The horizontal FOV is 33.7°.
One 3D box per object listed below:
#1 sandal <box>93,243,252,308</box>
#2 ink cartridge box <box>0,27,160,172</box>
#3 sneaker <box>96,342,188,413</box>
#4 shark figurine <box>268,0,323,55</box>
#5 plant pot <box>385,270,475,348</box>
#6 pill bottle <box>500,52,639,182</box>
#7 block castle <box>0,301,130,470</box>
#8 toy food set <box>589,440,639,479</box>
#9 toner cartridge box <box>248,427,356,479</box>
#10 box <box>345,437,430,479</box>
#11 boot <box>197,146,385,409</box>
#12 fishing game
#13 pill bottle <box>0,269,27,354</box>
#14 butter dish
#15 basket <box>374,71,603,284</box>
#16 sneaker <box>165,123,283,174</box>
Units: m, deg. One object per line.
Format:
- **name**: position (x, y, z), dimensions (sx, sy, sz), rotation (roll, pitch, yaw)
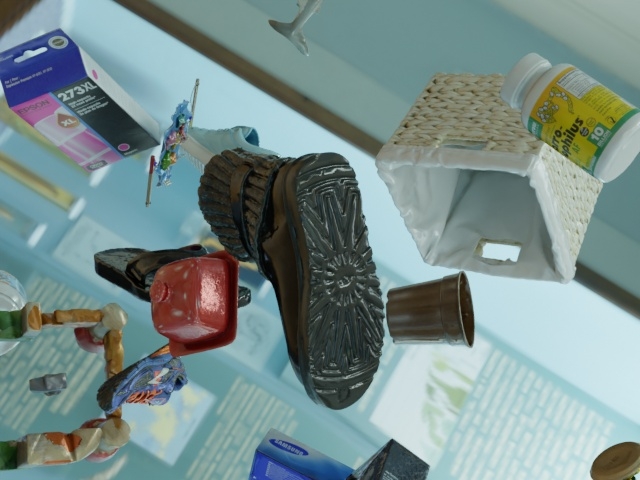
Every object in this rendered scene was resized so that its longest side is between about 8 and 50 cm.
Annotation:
- **sandal**: position (-0.310, 0.053, 2.090), dimensions (0.167, 0.445, 0.107), rotation (-12, 109, -43)
- **ink cartridge box**: position (-0.476, -0.263, 2.057), dimensions (0.371, 0.175, 0.069), rotation (49, 25, -57)
- **sneaker**: position (-0.288, 0.241, 1.769), dimensions (0.083, 0.087, 0.221), rotation (-33, 178, 31)
- **shark figurine**: position (0.017, -0.462, 1.844), dimensions (0.166, 0.116, 0.278), rotation (25, -79, 60)
- **plant pot**: position (0.232, 0.155, 2.245), dimensions (0.167, 0.165, 0.167), rotation (-8, 90, -73)
- **pill bottle**: position (0.374, -0.189, 1.569), dimensions (0.117, 0.208, 0.118), rotation (-38, 154, -23)
- **block castle**: position (-0.577, 0.266, 1.916), dimensions (0.213, 0.453, 0.303), rotation (-32, -120, 60)
- **toy food set**: position (0.382, 0.287, 1.351), dimensions (0.082, 0.020, 0.083), rotation (-38, -167, -30)
- **toner cartridge box**: position (0.024, 0.524, 2.113), dimensions (0.075, 0.347, 0.165), rotation (-50, 161, -49)
- **box**: position (0.101, 0.465, 1.874), dimensions (0.156, 0.093, 0.158), rotation (-49, -173, 36)
- **boot**: position (-0.045, 0.042, 1.429), dimensions (0.260, 0.131, 0.348), rotation (1, -83, 53)
- **fishing game**: position (-0.288, -0.188, 2.114), dimensions (0.264, 0.041, 0.189), rotation (-70, 178, -46)
- **pill bottle**: position (-0.697, 0.154, 2.223), dimensions (0.162, 0.162, 0.278), rotation (-59, -162, -4)
- **butter dish**: position (-0.214, 0.089, 1.648), dimensions (0.160, 0.118, 0.160), rotation (-16, -115, 40)
- **basket**: position (0.336, -0.129, 2.029), dimensions (0.266, 0.328, 0.331), rotation (-62, 141, -29)
- **sneaker**: position (-0.220, -0.216, 2.530), dimensions (0.150, 0.366, 0.135), rotation (-48, 143, -11)
